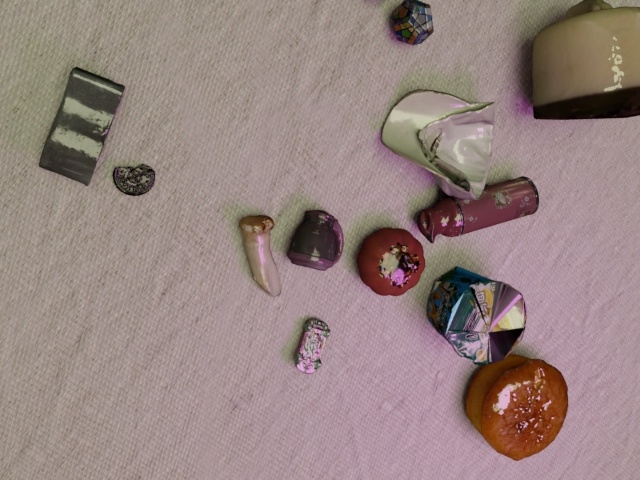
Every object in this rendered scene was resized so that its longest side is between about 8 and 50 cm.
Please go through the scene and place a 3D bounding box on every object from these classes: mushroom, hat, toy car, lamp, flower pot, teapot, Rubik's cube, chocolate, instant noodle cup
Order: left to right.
[{"bbox_3d":[-0.500,-0.240,1.243,0.108,0.103,0.229,21,94,-20],"label":"flower pot"},{"bbox_3d":[-0.140,0.038,1.437,0.084,0.071,0.209,-29,115,-45],"label":"mushroom"},{"bbox_3d":[-0.024,0.272,1.525,0.069,0.055,0.142,21,80,-21],"label":"toy car"},{"bbox_3d":[0.001,-0.001,1.452,0.148,0.116,0.146,14,86,-16],"label":"teapot"},{"bbox_3d":[0.184,0.057,1.507,0.182,0.140,0.182,-2,100,-13],"label":"lamp"},{"bbox_3d":[0.224,-0.529,1.431,0.111,0.093,0.111,-3,102,-15],"label":"Rubik's cube"},{"bbox_3d":[0.298,-0.233,1.502,0.301,0.168,0.258,19,71,3],"label":"hat"},{"bbox_3d":[0.404,0.195,1.584,0.240,0.178,0.240,-3,101,-17],"label":"instant noodle cup"},{"bbox_3d":[0.690,-0.452,1.475,0.314,0.326,0.297,-12,108,-17],"label":"chocolate"}]

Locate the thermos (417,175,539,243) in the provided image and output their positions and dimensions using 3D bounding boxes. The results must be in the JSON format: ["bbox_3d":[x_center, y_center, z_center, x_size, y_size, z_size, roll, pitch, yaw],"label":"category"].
[{"bbox_3d":[0.406,-0.093,1.566,0.330,0.109,0.136,-16,105,-15],"label":"thermos"}]

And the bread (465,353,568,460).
[{"bbox_3d":[0.567,0.469,1.701,0.312,0.172,0.312,-5,104,-22],"label":"bread"}]

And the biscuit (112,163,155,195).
[{"bbox_3d":[-0.420,-0.141,1.329,0.089,0.027,0.087,43,86,-20],"label":"biscuit"}]
